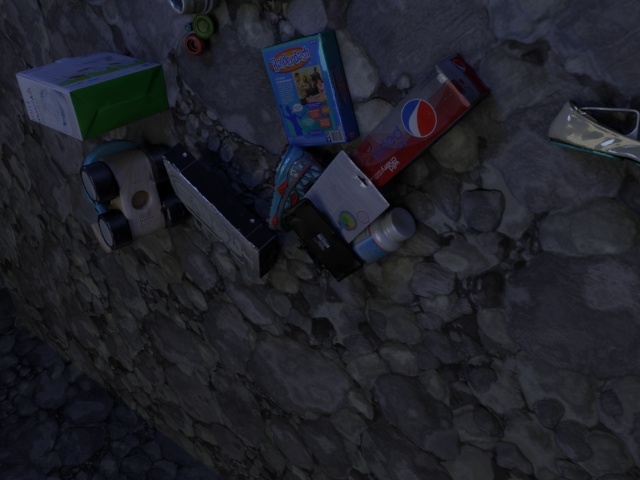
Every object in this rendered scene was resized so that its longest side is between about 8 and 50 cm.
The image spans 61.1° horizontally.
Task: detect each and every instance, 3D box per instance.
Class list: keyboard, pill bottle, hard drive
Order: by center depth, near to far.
[{"bbox_3d":[0.119,-0.007,1.124,0.087,0.087,0.160,55,138,-2],"label":"pill bottle"},{"bbox_3d":[0.000,0.000,1.131,0.100,0.038,0.192,-33,105,27],"label":"keyboard"},{"bbox_3d":[-0.251,-0.065,1.365,0.339,0.064,0.237,43,162,9],"label":"hard drive"}]

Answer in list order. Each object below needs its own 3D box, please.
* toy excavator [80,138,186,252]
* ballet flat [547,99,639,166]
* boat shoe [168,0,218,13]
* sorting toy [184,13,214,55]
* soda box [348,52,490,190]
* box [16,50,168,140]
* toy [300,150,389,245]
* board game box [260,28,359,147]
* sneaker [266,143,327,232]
[{"bbox_3d":[-0.608,-0.113,1.642,0.445,0.222,0.433,28,134,43],"label":"toy excavator"},{"bbox_3d":[0.448,-0.136,0.759,0.248,0.086,0.086,28,133,26],"label":"ballet flat"},{"bbox_3d":[-0.323,-0.602,1.108,0.302,0.094,0.109,55,138,-2],"label":"boat shoe"},{"bbox_3d":[-0.267,-0.461,1.202,0.061,0.042,0.102,39,126,-8],"label":"sorting toy"},{"bbox_3d":[0.165,-0.199,0.956,0.092,0.083,0.263,51,139,2],"label":"soda box"},{"bbox_3d":[-0.563,-0.373,1.351,0.231,0.262,0.127,21,129,29],"label":"box"},{"bbox_3d":[0.042,-0.071,1.100,0.137,0.056,0.237,49,137,4],"label":"toy"},{"bbox_3d":[-0.021,-0.295,1.083,0.160,0.047,0.210,4,120,40],"label":"board game box"},{"bbox_3d":[-0.047,-0.090,1.200,0.125,0.104,0.262,19,147,4],"label":"sneaker"}]
